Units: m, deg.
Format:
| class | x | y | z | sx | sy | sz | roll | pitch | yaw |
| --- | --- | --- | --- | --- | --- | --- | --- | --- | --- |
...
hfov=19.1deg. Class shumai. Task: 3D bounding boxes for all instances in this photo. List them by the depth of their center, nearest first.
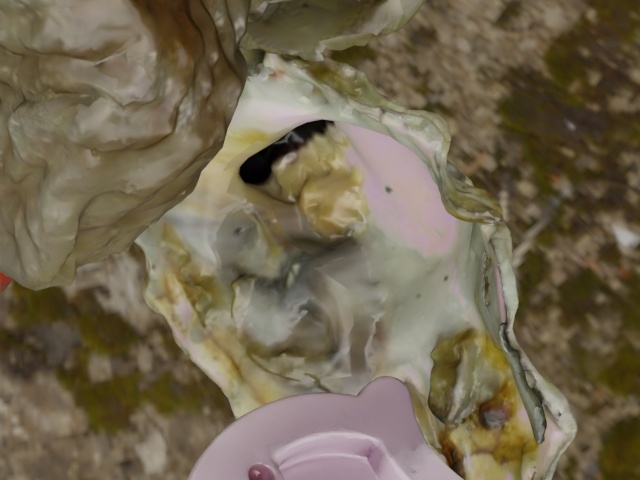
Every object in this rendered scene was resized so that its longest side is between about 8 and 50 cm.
| class | x | y | z | sx | sy | sz | roll | pitch | yaw |
| --- | --- | --- | --- | --- | --- | --- | --- | --- | --- |
| shumai | -0.070 | -0.163 | 0.845 | 0.262 | 0.267 | 0.314 | -26 | 136 | -26 |

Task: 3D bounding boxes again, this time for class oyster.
| class | x | y | z | sx | sy | sz | roll | pitch | yaw |
| --- | --- | --- | --- | --- | --- | --- | --- | --- | --- |
| oyster | 0.003 | -0.003 | 0.994 | 0.354 | 0.107 | 0.201 | 51 | 128 | 13 |

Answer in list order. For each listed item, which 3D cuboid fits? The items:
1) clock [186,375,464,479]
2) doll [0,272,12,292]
| class | x | y | z | sx | sy | sz | roll | pitch | yaw |
| --- | --- | --- | --- | --- | --- | --- | --- | --- | --- |
| clock | 0.030 | 0.194 | 0.494 | 0.275 | 0.290 | 0.080 | 38 | 135 | 10 |
| doll | -0.260 | 0.048 | 1.123 | 0.245 | 0.142 | 0.076 | -38 | 84 | -21 |
